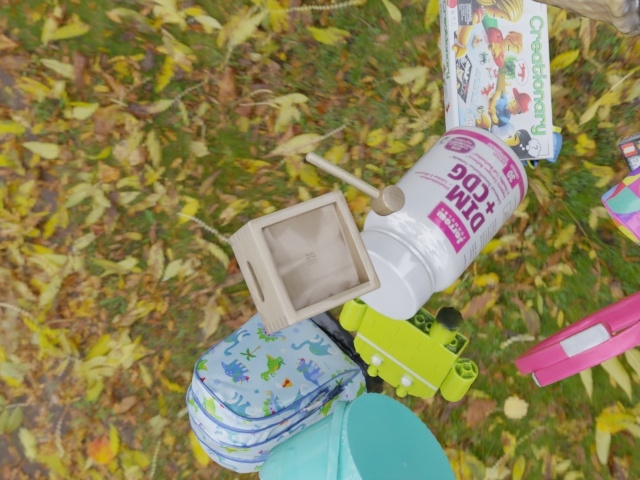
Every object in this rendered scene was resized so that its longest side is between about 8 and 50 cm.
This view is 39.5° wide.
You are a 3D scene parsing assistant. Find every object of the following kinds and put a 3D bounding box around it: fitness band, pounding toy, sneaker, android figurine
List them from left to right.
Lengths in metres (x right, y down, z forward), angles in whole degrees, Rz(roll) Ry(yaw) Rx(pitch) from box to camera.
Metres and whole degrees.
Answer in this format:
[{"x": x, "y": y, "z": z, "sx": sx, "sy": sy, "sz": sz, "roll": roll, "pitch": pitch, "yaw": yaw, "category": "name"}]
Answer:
[{"x": 0.001, "y": -0.010, "z": 1.080, "sx": 0.206, "sy": 0.094, "sz": 0.181, "roll": -21, "pitch": 85, "yaw": -26, "category": "pounding toy"}, {"x": 0.143, "y": 0.173, "z": 1.481, "sx": 0.248, "sy": 0.056, "sz": 0.273, "roll": 35, "pitch": 145, "yaw": 11, "category": "android figurine"}, {"x": 0.389, "y": -0.185, "z": 1.774, "sx": 0.209, "sy": 0.069, "sz": 0.082, "roll": 7, "pitch": 91, "yaw": 55, "category": "sneaker"}, {"x": 0.429, "y": 0.143, "z": 1.364, "sx": 0.291, "sy": 0.209, "sz": 0.054, "roll": -36, "pitch": 79, "yaw": 46, "category": "fitness band"}]

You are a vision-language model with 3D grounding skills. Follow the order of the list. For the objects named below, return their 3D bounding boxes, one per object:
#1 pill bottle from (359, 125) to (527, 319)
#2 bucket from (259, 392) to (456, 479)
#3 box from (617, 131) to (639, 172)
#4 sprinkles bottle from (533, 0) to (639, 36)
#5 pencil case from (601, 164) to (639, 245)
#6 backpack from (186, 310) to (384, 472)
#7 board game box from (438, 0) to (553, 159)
[{"x": 0.165, "y": -0.026, "z": 1.303, "sx": 0.160, "sy": 0.160, "sz": 0.283, "roll": 41, "pitch": 62, "yaw": 6, "category": "pill bottle"}, {"x": 0.063, "y": 0.374, "z": 1.328, "sx": 0.183, "sy": 0.281, "sz": 0.281, "roll": -42, "pitch": 85, "yaw": 27, "category": "bucket"}, {"x": 0.488, "y": -0.116, "z": 1.212, "sx": 0.137, "sy": 0.027, "sz": 0.094, "roll": -18, "pitch": 108, "yaw": 44, "category": "box"}, {"x": 0.040, "y": -0.180, "z": 0.377, "sx": 0.355, "sy": 0.121, "sz": 0.121, "roll": 27, "pitch": 100, "yaw": 25, "category": "sprinkles bottle"}, {"x": 0.463, "y": -0.091, "z": 1.101, "sx": 0.236, "sy": 0.104, "sz": 0.104, "roll": -42, "pitch": 85, "yaw": 13, "category": "pencil case"}, {"x": -0.093, "y": 0.275, "z": 1.714, "sx": 0.355, "sy": 0.273, "sz": 0.290, "roll": -39, "pitch": 66, "yaw": -14, "category": "backpack"}, {"x": 0.324, "y": -0.297, "z": 1.640, "sx": 0.192, "sy": 0.053, "sz": 0.306, "roll": -5, "pitch": 94, "yaw": -11, "category": "board game box"}]
